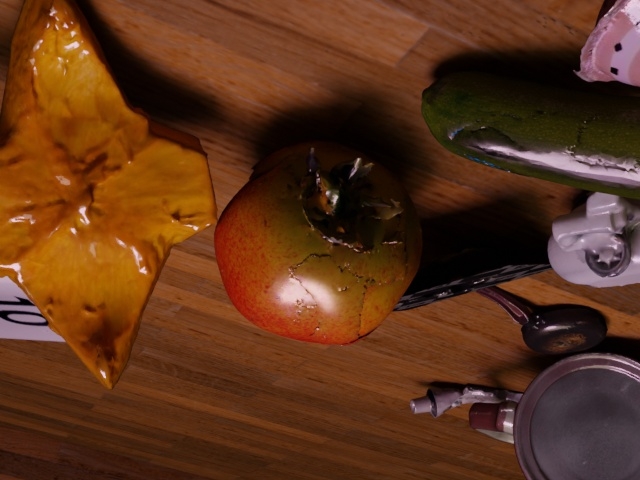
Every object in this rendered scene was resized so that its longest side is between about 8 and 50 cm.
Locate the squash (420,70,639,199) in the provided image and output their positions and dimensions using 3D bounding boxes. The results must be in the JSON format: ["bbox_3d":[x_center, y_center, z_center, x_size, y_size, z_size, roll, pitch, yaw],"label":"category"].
[{"bbox_3d":[0.238,-0.081,0.671,0.332,0.087,0.087,12,155,24],"label":"squash"}]

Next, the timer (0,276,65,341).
[{"bbox_3d":[-0.322,-0.006,0.932,0.195,0.194,0.192,2,151,18],"label":"timer"}]

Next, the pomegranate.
[{"bbox_3d":[0.000,0.000,0.823,0.210,0.210,0.235,14,158,-8],"label":"pomegranate"}]

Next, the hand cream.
[{"bbox_3d":[0.282,0.283,1.428,0.257,0.050,0.084,2,153,-3],"label":"hand cream"}]

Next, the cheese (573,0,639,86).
[{"bbox_3d":[0.236,-0.163,0.506,0.189,0.074,0.286,-32,161,21],"label":"cheese"}]

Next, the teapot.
[{"bbox_3d":[0.383,0.303,1.258,0.315,0.233,0.312,10,165,21],"label":"teapot"}]

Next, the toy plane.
[{"bbox_3d":[0.329,-0.017,0.790,0.245,0.117,0.244,-3,167,-1],"label":"toy plane"}]

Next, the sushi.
[{"bbox_3d":[0.146,0.037,0.959,0.231,0.047,0.220,-20,168,31],"label":"sushi"}]

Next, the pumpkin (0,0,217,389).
[{"bbox_3d":[-0.219,-0.046,0.752,0.258,0.290,0.095,34,178,-24],"label":"pumpkin"}]

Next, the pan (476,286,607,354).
[{"bbox_3d":[0.292,0.108,1.107,0.212,0.040,0.115,24,144,-25],"label":"pan"}]
